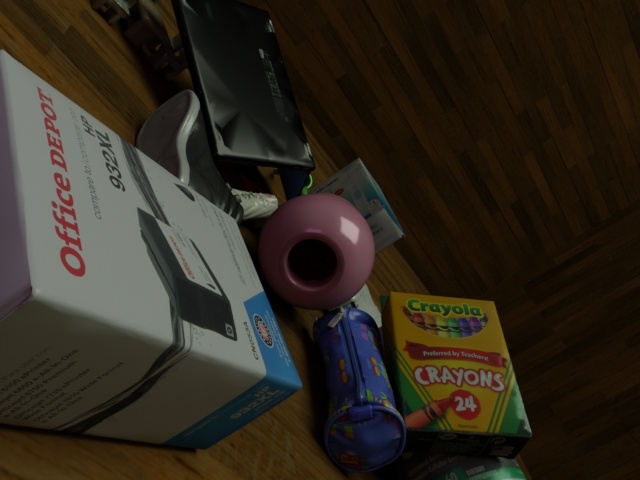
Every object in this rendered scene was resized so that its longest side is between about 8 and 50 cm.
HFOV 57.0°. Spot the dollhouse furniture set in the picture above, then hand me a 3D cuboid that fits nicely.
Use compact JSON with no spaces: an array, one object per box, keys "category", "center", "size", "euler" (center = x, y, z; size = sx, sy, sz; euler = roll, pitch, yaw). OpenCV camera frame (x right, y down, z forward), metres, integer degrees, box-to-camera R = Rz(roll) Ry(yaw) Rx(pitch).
[{"category":"dollhouse furniture set","center":[-0.334,-0.496,1.194],"size":[0.212,0.161,0.242],"euler":[44,17,-51]}]

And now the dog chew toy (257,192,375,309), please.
[{"category":"dog chew toy","center":[0.000,0.000,1.112],"size":[0.207,0.206,0.332],"euler":[55,12,-9]}]

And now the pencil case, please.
[{"category":"pencil case","center":[0.054,0.220,0.957],"size":[0.306,0.119,0.133],"euler":[-99,174,-65]}]

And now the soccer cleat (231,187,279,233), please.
[{"category":"soccer cleat","center":[-0.124,-0.067,1.114],"size":[0.068,0.076,0.196],"euler":[61,12,21]}]

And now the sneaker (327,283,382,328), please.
[{"category":"sneaker","center":[0.087,0.175,1.271],"size":[0.292,0.108,0.169],"euler":[49,11,-42]}]

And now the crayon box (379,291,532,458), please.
[{"category":"crayon box","center":[0.213,0.200,1.009],"size":[0.319,0.202,0.081],"euler":[-92,-171,-46]}]

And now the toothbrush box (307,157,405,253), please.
[{"category":"toothbrush box","center":[0.083,-0.073,1.667],"size":[0.126,0.216,0.295],"euler":[50,13,-31]}]

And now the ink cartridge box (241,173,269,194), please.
[{"category":"ink cartridge box","center":[-0.097,-0.066,1.322],"size":[0.179,0.045,0.145],"euler":[64,12,23]}]

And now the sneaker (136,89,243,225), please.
[{"category":"sneaker","center":[-0.191,-0.104,0.886],"size":[0.147,0.104,0.296],"euler":[50,19,-41]}]

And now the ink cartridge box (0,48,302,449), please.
[{"category":"ink cartridge box","center":[-0.171,0.032,0.492],"size":[0.307,0.129,0.223],"euler":[40,20,-55]}]

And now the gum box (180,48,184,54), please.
[{"category":"gum box","center":[-0.291,-0.439,1.537],"size":[0.184,0.041,0.157],"euler":[48,14,-37]}]

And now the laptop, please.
[{"category":"laptop","center":[-0.177,-0.282,1.274],"size":[0.408,0.236,0.382],"euler":[-2,70,-49]}]

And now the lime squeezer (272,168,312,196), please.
[{"category":"lime squeezer","center":[-0.067,-0.144,1.461],"size":[0.058,0.110,0.310],"euler":[17,26,-32]}]

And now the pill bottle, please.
[{"category":"pill bottle","center":[0.204,0.333,1.077],"size":[0.204,0.204,0.361],"euler":[45,16,-47]}]
